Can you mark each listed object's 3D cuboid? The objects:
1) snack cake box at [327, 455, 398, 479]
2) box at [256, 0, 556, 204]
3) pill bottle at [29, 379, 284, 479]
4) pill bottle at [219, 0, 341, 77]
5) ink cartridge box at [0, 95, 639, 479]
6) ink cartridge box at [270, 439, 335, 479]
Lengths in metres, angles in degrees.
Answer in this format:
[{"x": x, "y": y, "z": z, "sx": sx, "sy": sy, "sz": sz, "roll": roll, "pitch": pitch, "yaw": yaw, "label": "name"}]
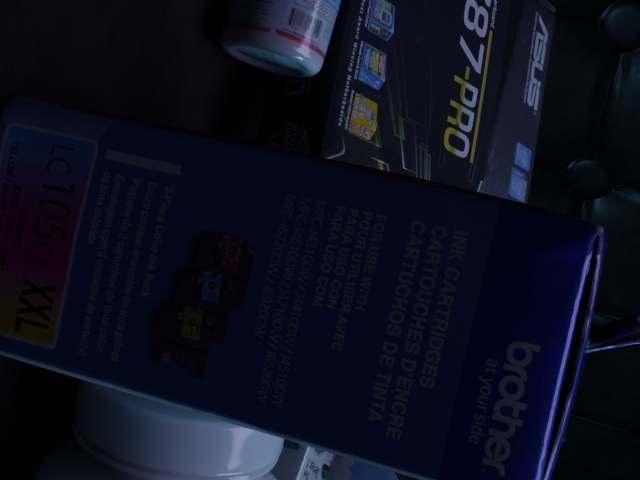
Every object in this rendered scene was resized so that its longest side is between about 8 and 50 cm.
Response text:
[{"x": 0.046, "y": 0.344, "z": 1.238, "sx": 0.264, "sy": 0.089, "sz": 0.152, "roll": -120, "pitch": -157, "yaw": -46, "label": "snack cake box"}, {"x": 0.085, "y": -0.099, "z": 0.916, "sx": 0.318, "sy": 0.097, "sz": 0.395, "roll": 21, "pitch": 76, "yaw": -46, "label": "box"}, {"x": -0.122, "y": 0.253, "z": 0.666, "sx": 0.188, "sy": 0.187, "sz": 0.334, "roll": -20, "pitch": 124, "yaw": -71, "label": "pill bottle"}, {"x": -0.020, "y": -0.219, "z": 0.765, "sx": 0.087, "sy": 0.087, "sz": 0.160, "roll": 27, "pitch": 79, "yaw": -74, "label": "pill bottle"}, {"x": 0.029, "y": 0.031, "z": 0.598, "sx": 0.270, "sy": 0.395, "sz": 0.151, "roll": -3, "pitch": 107, "yaw": -74, "label": "ink cartridge box"}, {"x": -0.031, "y": 0.221, "z": 1.126, "sx": 0.160, "sy": 0.092, "sz": 0.220, "roll": 68, "pitch": 39, "yaw": -64, "label": "ink cartridge box"}]
